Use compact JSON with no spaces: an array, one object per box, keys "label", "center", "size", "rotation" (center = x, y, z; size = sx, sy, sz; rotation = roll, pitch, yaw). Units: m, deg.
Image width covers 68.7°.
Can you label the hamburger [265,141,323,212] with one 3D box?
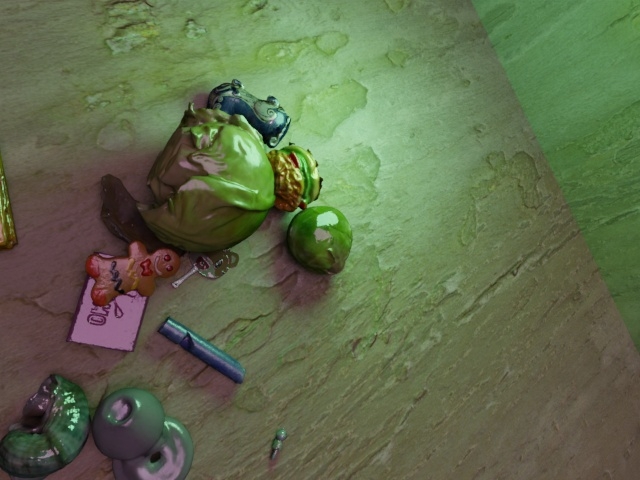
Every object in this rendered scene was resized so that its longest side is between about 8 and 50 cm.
[{"label":"hamburger","center":[-0.115,-0.197,1.555],"size":[0.149,0.237,0.236],"rotation":[-28,94,-37]}]

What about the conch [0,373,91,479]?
[{"label":"conch","center":[-0.697,0.493,1.178],"size":[0.195,0.221,0.277],"rotation":[14,98,-60]}]

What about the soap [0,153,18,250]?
[{"label":"soap","center":[-0.929,-0.125,1.211],"size":[0.205,0.096,0.324],"rotation":[-10,85,-27]}]

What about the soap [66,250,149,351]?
[{"label":"soap","center":[-0.590,0.178,1.333],"size":[0.181,0.081,0.259],"rotation":[18,73,-23]}]

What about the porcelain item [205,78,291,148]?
[{"label":"porcelain item","center":[-0.251,-0.407,1.561],"size":[0.288,0.138,0.186],"rotation":[27,79,0]}]

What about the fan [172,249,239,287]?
[{"label":"fan","center":[-0.379,0.076,1.499],"size":[0.227,0.008,0.152],"rotation":[-43,101,-27]}]

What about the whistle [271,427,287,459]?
[{"label":"whistle","center":[-0.135,0.652,1.501],"size":[0.035,0.035,0.100],"rotation":[29,71,-19]}]

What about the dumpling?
[{"label":"dumpling","center":[-0.561,-0.036,1.386],"size":[0.332,0.086,0.166],"rotation":[48,32,-11]}]

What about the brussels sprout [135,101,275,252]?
[{"label":"brussels sprout","center":[-0.307,-0.160,1.392],"size":[0.361,0.343,0.424],"rotation":[30,69,-33]}]

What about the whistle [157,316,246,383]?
[{"label":"whistle","center":[-0.354,0.337,1.435],"size":[0.304,0.062,0.062],"rotation":[39,66,-16]}]

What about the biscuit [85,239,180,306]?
[{"label":"biscuit","center":[-0.514,0.083,1.307],"size":[0.250,0.036,0.165],"rotation":[-14,100,-30]}]

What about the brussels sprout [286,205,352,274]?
[{"label":"brussels sprout","center":[0.000,0.000,1.599],"size":[0.244,0.244,0.243],"rotation":[5,78,-26]}]

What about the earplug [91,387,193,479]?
[{"label":"earplug","center":[-0.482,0.543,1.268],"size":[0.214,0.175,0.325],"rotation":[-39,110,-31]}]
